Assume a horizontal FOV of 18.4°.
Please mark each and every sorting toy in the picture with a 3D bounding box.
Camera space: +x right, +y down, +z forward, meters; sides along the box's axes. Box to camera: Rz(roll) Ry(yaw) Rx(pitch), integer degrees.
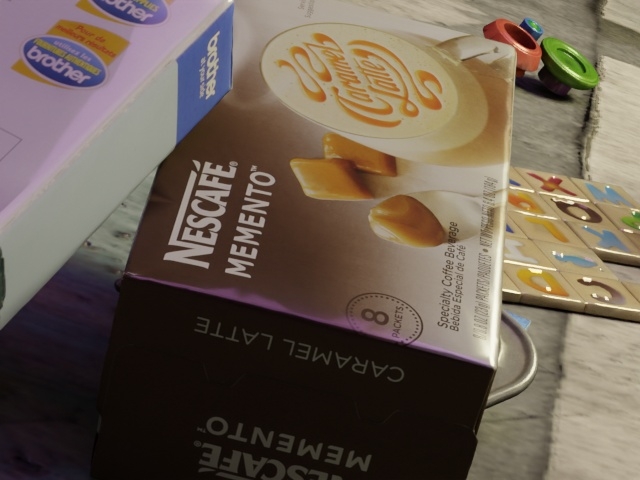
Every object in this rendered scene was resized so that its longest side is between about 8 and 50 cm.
[{"bbox_3d":[0.150,-0.127,1.427,0.102,0.042,0.061,19,33,-32],"label":"sorting toy"}]

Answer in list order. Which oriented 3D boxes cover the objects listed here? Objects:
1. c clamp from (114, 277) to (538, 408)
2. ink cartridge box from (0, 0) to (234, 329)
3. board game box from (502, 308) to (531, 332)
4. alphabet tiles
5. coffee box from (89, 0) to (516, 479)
[{"bbox_3d":[0.012,0.038,0.869,0.161,0.022,0.137,-12,42,-33],"label":"c clamp"},{"bbox_3d":[-0.164,-0.049,0.716,0.186,0.065,0.311,28,57,18],"label":"ink cartridge box"},{"bbox_3d":[0.046,0.042,0.931,0.090,0.020,0.090,23,21,11],"label":"board game box"},{"bbox_3d":[0.112,-0.007,1.126,0.237,0.009,0.198,10,23,-23],"label":"alphabet tiles"},{"bbox_3d":[0.000,0.000,0.809,0.141,0.098,0.246,14,34,-1],"label":"coffee box"}]
